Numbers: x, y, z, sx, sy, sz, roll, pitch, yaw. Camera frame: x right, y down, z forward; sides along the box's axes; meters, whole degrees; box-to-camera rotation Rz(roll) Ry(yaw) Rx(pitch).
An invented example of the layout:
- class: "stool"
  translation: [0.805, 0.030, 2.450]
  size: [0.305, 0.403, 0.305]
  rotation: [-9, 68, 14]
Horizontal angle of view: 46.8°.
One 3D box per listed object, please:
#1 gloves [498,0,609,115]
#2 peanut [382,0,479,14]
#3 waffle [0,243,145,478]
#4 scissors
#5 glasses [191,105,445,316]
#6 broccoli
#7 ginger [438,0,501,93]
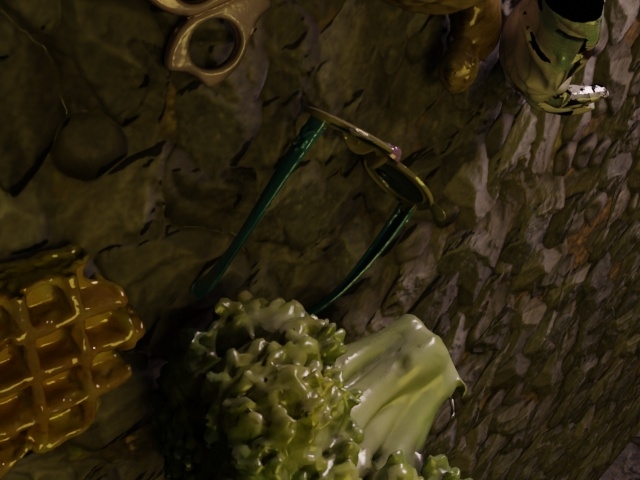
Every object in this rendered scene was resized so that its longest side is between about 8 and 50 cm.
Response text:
- class: "gloves"
  translation: [0.231, -0.191, 0.752]
  size: [0.111, 0.128, 0.212]
  rotation: [-16, 160, -8]
- class: "peanut"
  translation: [0.055, -0.268, 0.498]
  size: [0.137, 0.122, 0.253]
  rotation: [-49, 131, -38]
- class: "waffle"
  translation: [-0.226, 0.096, 0.541]
  size: [0.211, 0.055, 0.160]
  rotation: [-21, 129, -36]
- class: "scissors"
  translation: [-0.033, -0.198, 0.553]
  size: [0.212, 0.021, 0.110]
  rotation: [-34, 134, -23]
- class: "glasses"
  translation: [-0.015, -0.019, 0.691]
  size: [0.220, 0.088, 0.189]
  rotation: [-39, 144, 12]
- class: "broccoli"
  translation: [0.005, 0.189, 0.695]
  size: [0.281, 0.293, 0.348]
  rotation: [-35, 99, -17]
- class: "ginger"
  translation: [0.149, -0.252, 0.681]
  size: [0.193, 0.052, 0.176]
  rotation: [-56, 142, -11]
